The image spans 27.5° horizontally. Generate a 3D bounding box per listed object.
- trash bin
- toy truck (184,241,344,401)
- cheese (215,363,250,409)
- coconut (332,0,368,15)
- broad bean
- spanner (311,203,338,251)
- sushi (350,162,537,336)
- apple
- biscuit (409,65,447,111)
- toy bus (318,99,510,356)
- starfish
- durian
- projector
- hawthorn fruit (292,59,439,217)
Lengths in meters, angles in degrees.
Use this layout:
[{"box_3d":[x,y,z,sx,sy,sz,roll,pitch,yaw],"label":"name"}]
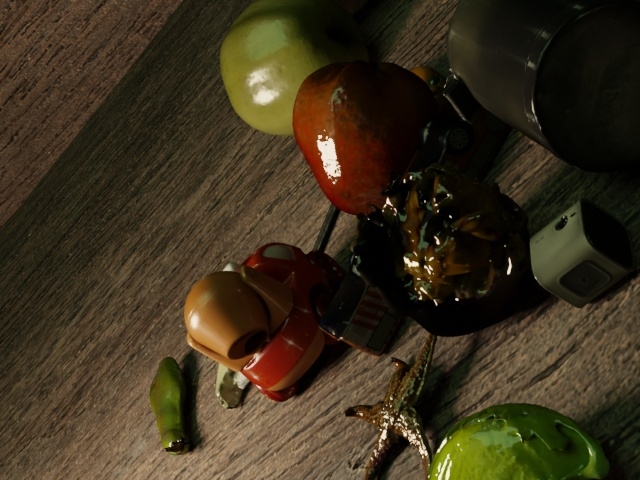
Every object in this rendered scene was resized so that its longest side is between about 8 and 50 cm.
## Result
[{"box_3d":[0.297,-0.220,1.608,0.252,0.203,0.301,-40,23,0],"label":"trash bin"},{"box_3d":[-0.096,0.099,1.971,0.189,0.239,0.265,-49,25,21],"label":"toy truck"},{"box_3d":[-0.132,0.169,2.200,0.127,0.049,0.235,-52,23,23],"label":"cheese"},{"box_3d":[-0.007,-0.652,2.513,0.404,0.404,0.405,-45,27,31],"label":"coconut"},{"box_3d":[-0.261,0.301,2.298,0.325,0.067,0.075,-115,28,-60],"label":"broad bean"},{"box_3d":[0.000,0.000,2.176,0.054,0.015,0.255,-12,52,60],"label":"spanner"},{"box_3d":[0.164,0.006,1.614,0.204,0.200,0.213,-37,37,28],"label":"sushi"},{"box_3d":[-0.050,-0.331,2.401,0.279,0.279,0.279,-45,27,31],"label":"apple"},{"box_3d":[0.139,-0.212,2.102,0.170,0.050,0.170,-45,28,32],"label":"biscuit"},{"box_3d":[0.134,-0.033,1.847,0.409,0.092,0.093,-60,25,-2],"label":"toy bus"},{"box_3d":[0.102,0.219,1.663,0.213,0.057,0.238,-61,21,15],"label":"starfish"},{"box_3d":[0.200,0.245,1.389,0.250,0.101,0.139,-42,64,36],"label":"durian"},{"box_3d":[0.295,0.015,1.476,0.082,0.083,0.083,-42,30,35],"label":"projector"},{"box_3d":[0.074,-0.138,1.956,0.224,0.224,0.261,-171,77,-65],"label":"hawthorn fruit"}]
